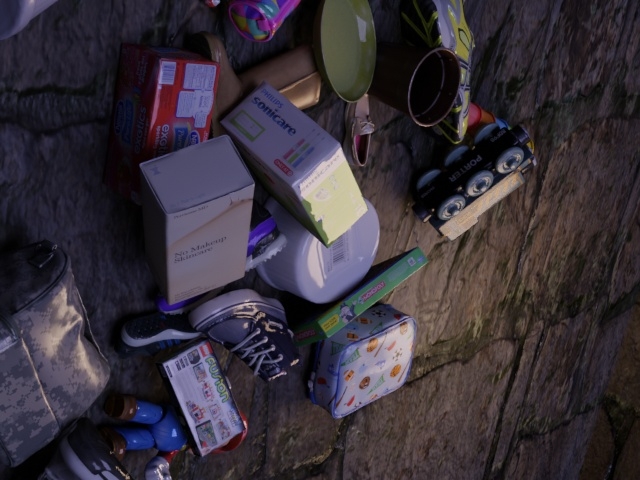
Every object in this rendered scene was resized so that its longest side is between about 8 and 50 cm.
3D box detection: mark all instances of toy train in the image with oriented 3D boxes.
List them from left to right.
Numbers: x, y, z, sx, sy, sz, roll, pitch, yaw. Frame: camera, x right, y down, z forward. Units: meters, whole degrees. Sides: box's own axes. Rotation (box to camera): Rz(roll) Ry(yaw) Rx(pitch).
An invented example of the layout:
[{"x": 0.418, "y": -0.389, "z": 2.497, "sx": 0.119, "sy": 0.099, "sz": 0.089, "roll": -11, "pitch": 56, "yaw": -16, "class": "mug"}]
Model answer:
[{"x": 0.375, "y": -0.142, "z": 2.248, "sx": 0.334, "sy": 0.142, "sz": 0.190, "roll": -39, "pitch": 145, "yaw": 5, "class": "toy train"}]

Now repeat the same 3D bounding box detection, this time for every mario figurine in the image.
[{"x": -0.271, "y": 0.381, "z": 1.870, "sx": 0.321, "sy": 0.170, "sz": 0.198, "roll": 10, "pitch": 131, "yaw": -42, "class": "mario figurine"}]

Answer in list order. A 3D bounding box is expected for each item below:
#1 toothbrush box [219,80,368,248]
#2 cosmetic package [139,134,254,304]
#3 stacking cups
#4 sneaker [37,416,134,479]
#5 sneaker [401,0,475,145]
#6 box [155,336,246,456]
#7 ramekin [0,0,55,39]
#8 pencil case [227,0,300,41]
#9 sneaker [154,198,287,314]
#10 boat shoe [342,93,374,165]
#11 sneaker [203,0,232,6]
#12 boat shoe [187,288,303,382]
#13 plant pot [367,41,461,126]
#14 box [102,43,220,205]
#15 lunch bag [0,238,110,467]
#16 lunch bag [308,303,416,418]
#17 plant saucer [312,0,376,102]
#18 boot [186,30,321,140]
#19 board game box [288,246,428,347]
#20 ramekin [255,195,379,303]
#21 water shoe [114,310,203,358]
[{"x": -0.042, "y": -0.137, "z": 1.747, "sx": 0.122, "sy": 0.206, "sz": 0.283, "roll": -43, "pitch": 155, "yaw": -8, "class": "toothbrush box"}, {"x": -0.213, "y": -0.027, "z": 1.586, "sx": 0.160, "sy": 0.113, "sz": 0.309, "roll": -22, "pitch": 155, "yaw": -19, "class": "cosmetic package"}, {"x": 0.413, "y": -0.275, "z": 2.317, "sx": 0.316, "sy": 0.096, "sz": 0.096, "roll": 21, "pitch": 95, "yaw": -44, "class": "stacking cups"}, {"x": -0.464, "y": 0.480, "z": 1.633, "sx": 0.257, "sy": 0.169, "sz": 0.447, "roll": -34, "pitch": 163, "yaw": -24, "class": "sneaker"}, {"x": 0.293, "y": -0.386, "z": 2.078, "sx": 0.147, "sy": 0.145, "sz": 0.384, "roll": -36, "pitch": 134, "yaw": -28, "class": "sneaker"}, {"x": -0.234, "y": 0.308, "z": 1.828, "sx": 0.114, "sy": 0.036, "sz": 0.207, "roll": -27, "pitch": 103, "yaw": -33, "class": "box"}, {"x": -0.437, "y": -0.413, "z": 1.219, "sx": 0.127, "sy": 0.273, "sz": 0.273, "roll": -41, "pitch": 136, "yaw": -40, "class": "ramekin"}, {"x": -0.068, "y": -0.462, "z": 1.657, "sx": 0.236, "sy": 0.104, "sz": 0.104, "roll": -56, "pitch": 140, "yaw": -24, "class": "pencil case"}, {"x": -0.218, "y": 0.019, "z": 1.805, "sx": 0.293, "sy": 0.102, "sz": 0.146, "roll": -36, "pitch": 115, "yaw": -18, "class": "sneaker"}, {"x": 0.088, "y": -0.241, "z": 2.003, "sx": 0.063, "sy": 0.059, "sz": 0.170, "roll": -18, "pitch": 123, "yaw": -40, "class": "boat shoe"}, {"x": -0.195, "y": -0.444, "z": 1.599, "sx": 0.161, "sy": 0.057, "sz": 0.075, "roll": -3, "pitch": 107, "yaw": -48, "class": "sneaker"}, {"x": -0.133, "y": 0.197, "z": 1.851, "sx": 0.127, "sy": 0.158, "sz": 0.340, "roll": -32, "pitch": 164, "yaw": 16, "class": "boat shoe"}, {"x": 0.183, "y": -0.345, "z": 1.966, "sx": 0.167, "sy": 0.165, "sz": 0.167, "roll": -24, "pitch": 127, "yaw": -36, "class": "plant pot"}, {"x": -0.276, "y": -0.199, "z": 1.596, "sx": 0.128, "sy": 0.123, "sz": 0.256, "roll": -6, "pitch": 115, "yaw": -44, "class": "box"}, {"x": -0.486, "y": 0.177, "z": 1.510, "sx": 0.256, "sy": 0.213, "sz": 0.305, "roll": -36, "pitch": 136, "yaw": -32, "class": "lunch bag"}, {"x": 0.100, "y": 0.298, "z": 2.267, "sx": 0.303, "sy": 0.115, "sz": 0.243, "roll": -16, "pitch": 124, "yaw": -42, "class": "lunch bag"}, {"x": 0.044, "y": -0.394, "z": 1.840, "sx": 0.241, "sy": 0.037, "sz": 0.241, "roll": -8, "pitch": 99, "yaw": -62, "class": "plant saucer"}, {"x": -0.120, "y": -0.316, "z": 1.732, "sx": 0.269, "sy": 0.089, "sz": 0.236, "roll": -29, "pitch": 142, "yaw": -32, "class": "boot"}, {"x": 0.072, "y": 0.132, "z": 2.085, "sx": 0.317, "sy": 0.213, "sz": 0.046, "roll": -34, "pitch": 92, "yaw": -30, "class": "board game box"}, {"x": 0.000, "y": 0.000, "z": 1.983, "sx": 0.277, "sy": 0.135, "sz": 0.277, "roll": -24, "pitch": 127, "yaw": -37, "class": "ramekin"}, {"x": -0.317, "y": 0.183, "z": 1.818, "sx": 0.203, "sy": 0.073, "sz": 0.080, "roll": -1, "pitch": 140, "yaw": -48, "class": "water shoe"}]
